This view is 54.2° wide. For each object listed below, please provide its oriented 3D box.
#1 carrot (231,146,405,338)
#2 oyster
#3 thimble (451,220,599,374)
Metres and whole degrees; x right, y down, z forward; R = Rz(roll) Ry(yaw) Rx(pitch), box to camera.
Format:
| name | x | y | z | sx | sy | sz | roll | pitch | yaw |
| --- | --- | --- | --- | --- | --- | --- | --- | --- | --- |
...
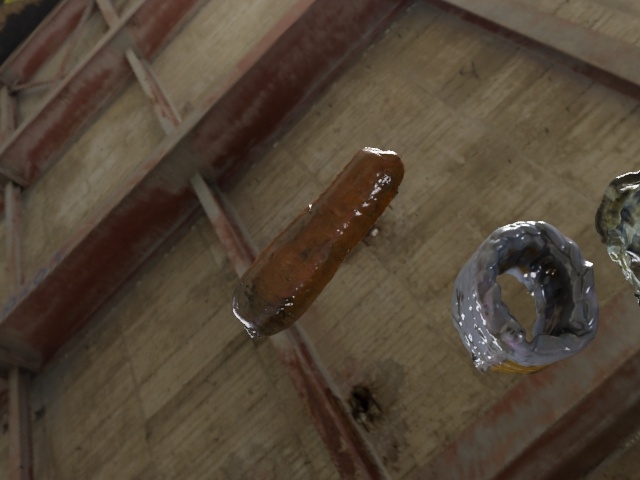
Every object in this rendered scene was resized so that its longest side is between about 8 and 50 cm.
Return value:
| name | x | y | z | sx | sy | sz | roll | pitch | yaw |
| --- | --- | --- | --- | --- | --- | --- | --- | --- | --- |
| carrot | 0.000 | 0.000 | 0.503 | 0.186 | 0.060 | 0.060 | -49 | -140 | 2 |
| oyster | 0.466 | 0.047 | 0.754 | 0.162 | 0.158 | 0.351 | -54 | -150 | 36 |
| thimble | 0.215 | 0.064 | 0.675 | 0.127 | 0.118 | 0.151 | -3 | -113 | -5 |
